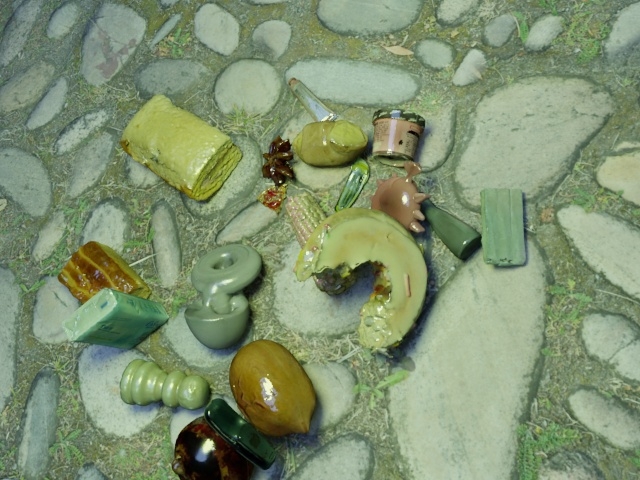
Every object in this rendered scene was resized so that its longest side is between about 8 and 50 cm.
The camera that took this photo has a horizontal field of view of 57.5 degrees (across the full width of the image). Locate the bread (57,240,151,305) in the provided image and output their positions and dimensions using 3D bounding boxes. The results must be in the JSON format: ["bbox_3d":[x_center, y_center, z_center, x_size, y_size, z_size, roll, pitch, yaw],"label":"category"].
[{"bbox_3d":[-0.693,0.136,1.854,0.275,0.114,0.185,39,88,27],"label":"bread"}]

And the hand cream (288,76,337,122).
[{"bbox_3d":[-0.031,-0.443,1.857,0.067,0.043,0.209,-40,70,5],"label":"hand cream"}]

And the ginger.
[{"bbox_3d":[0.033,-0.291,1.726,0.267,0.152,0.138,-4,71,42],"label":"ginger"}]

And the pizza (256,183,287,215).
[{"bbox_3d":[-0.139,-0.142,1.798,0.100,0.029,0.099,37,86,25],"label":"pizza"}]

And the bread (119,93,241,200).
[{"bbox_3d":[-0.465,-0.301,1.890,0.375,0.165,0.236,35,82,26],"label":"bread"}]

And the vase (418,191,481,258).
[{"bbox_3d":[0.331,-0.047,1.580,0.086,0.086,0.214,-44,60,1],"label":"vase"}]

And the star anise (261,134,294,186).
[{"bbox_3d":[-0.133,-0.245,1.790,0.168,0.057,0.168,2,93,44],"label":"star anise"}]

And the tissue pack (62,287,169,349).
[{"bbox_3d":[-0.589,0.236,1.701,0.177,0.263,0.089,-38,68,5],"label":"tissue pack"}]

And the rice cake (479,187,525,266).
[{"bbox_3d":[0.476,-0.036,1.522,0.124,0.038,0.211,1,74,-12],"label":"rice cake"}]

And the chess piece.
[{"bbox_3d":[-0.434,0.421,1.668,0.243,0.133,0.133,5,74,16],"label":"chess piece"}]

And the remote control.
[{"bbox_3d":[-0.198,0.482,1.452,0.222,0.072,0.042,44,128,-5],"label":"remote control"}]

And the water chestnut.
[{"bbox_3d":[-0.271,0.561,1.533,0.224,0.238,0.223,16,120,30],"label":"water chestnut"}]

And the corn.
[{"bbox_3d":[-0.002,0.002,1.660,0.127,0.126,0.335,-29,62,8],"label":"corn"}]

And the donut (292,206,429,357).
[{"bbox_3d":[0.117,0.079,1.486,0.371,0.150,0.307,45,69,-17],"label":"donut"}]

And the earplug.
[{"bbox_3d":[-0.279,0.151,1.685,0.214,0.175,0.325,-1,63,23],"label":"earplug"}]

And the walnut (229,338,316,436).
[{"bbox_3d":[-0.126,0.391,1.519,0.203,0.203,0.298,-45,52,1],"label":"walnut"}]

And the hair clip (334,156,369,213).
[{"bbox_3d":[0.094,-0.156,1.719,0.060,0.033,0.188,23,78,22],"label":"hair clip"}]

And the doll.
[{"bbox_3d":[0.208,-0.096,1.590,0.211,0.093,0.262,40,121,44],"label":"doll"}]

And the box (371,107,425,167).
[{"bbox_3d":[0.215,-0.287,1.662,0.151,0.151,0.135,7,83,21],"label":"box"}]
